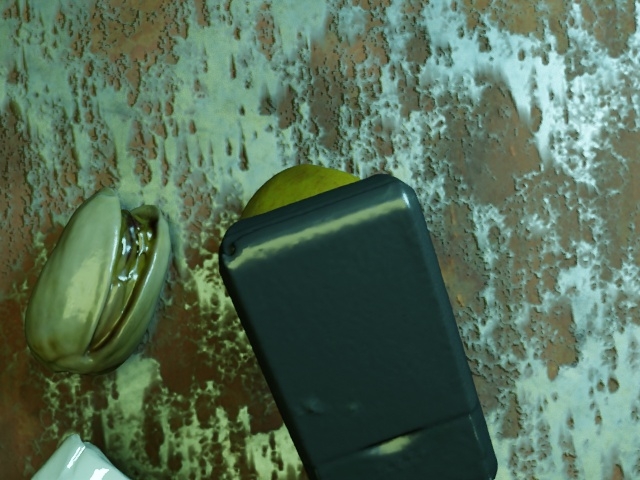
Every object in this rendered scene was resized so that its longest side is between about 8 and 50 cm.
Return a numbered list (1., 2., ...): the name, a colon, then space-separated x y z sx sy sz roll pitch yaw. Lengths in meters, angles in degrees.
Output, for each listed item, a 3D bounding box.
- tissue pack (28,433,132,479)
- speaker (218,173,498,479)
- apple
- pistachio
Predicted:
1. tissue pack: -0.260 0.410 1.317 0.266 0.194 0.356 38 72 4
2. speaker: 0.038 0.103 1.272 0.180 0.184 0.388 -19 120 0
3. apple: 0.000 0.000 1.381 0.183 0.182 0.155 21 71 5
4. pistachio: -0.238 0.048 1.426 0.130 0.131 0.206 27 80 -40
